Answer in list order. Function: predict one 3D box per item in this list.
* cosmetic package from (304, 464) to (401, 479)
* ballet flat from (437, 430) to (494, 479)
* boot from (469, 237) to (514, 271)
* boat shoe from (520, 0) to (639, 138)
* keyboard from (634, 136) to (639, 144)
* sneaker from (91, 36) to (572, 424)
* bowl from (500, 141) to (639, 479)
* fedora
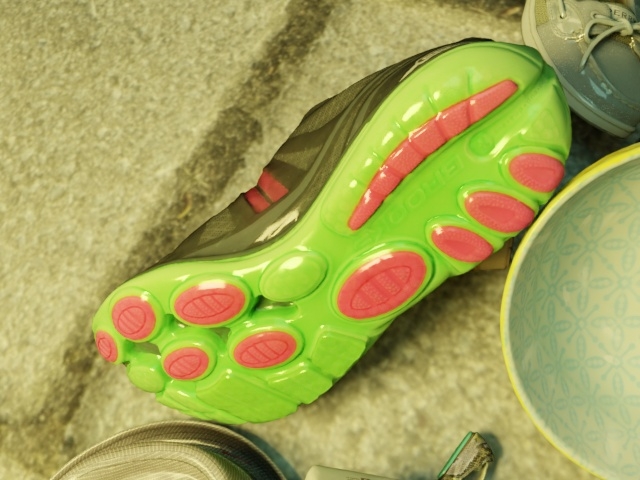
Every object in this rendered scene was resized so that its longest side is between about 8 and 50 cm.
[{"bbox_3d":[0.033,0.258,0.560,0.085,0.231,0.117,12,100,-11],"label":"cosmetic package"},{"bbox_3d":[0.105,0.212,0.711,0.114,0.041,0.041,-45,62,-13],"label":"ballet flat"},{"bbox_3d":[0.100,-0.090,0.849,0.206,0.090,0.249,9,67,14],"label":"boot"},{"bbox_3d":[0.279,-0.248,0.873,0.118,0.103,0.321,18,52,-23],"label":"boat shoe"},{"bbox_3d":[0.447,-0.034,0.783,0.317,0.033,0.201,36,76,26],"label":"keyboard"},{"bbox_3d":[0.000,0.000,0.738,0.482,0.185,0.202,-32,18,23],"label":"sneaker"},{"bbox_3d":[0.290,0.041,0.679,0.289,0.290,0.156,0,19,12],"label":"bowl"},{"bbox_3d":[-0.157,0.254,0.691,0.275,0.124,0.244,-13,59,5],"label":"fedora"}]
